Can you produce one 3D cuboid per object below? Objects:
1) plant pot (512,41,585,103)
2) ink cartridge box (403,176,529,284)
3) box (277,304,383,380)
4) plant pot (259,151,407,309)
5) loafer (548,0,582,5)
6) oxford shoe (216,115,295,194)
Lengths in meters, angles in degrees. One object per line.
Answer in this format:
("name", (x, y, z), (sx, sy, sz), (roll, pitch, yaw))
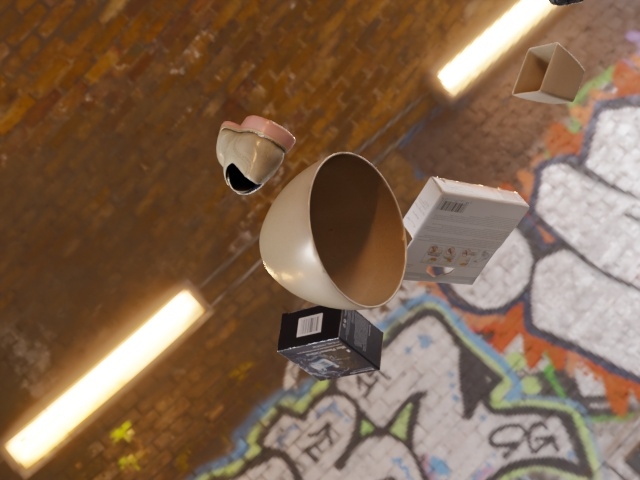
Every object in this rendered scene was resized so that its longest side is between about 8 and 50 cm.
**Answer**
("plant pot", (0.484, -0.339, 1.789), (0.109, 0.096, 0.109), (-69, 20, -2))
("ink cartridge box", (0.290, -0.014, 1.866), (0.275, 0.060, 0.239), (6, -52, -37))
("box", (0.022, 0.208, 1.756), (0.156, 0.093, 0.158), (-17, -40, 32))
("plant pot", (0.000, 0.000, 1.566), (0.191, 0.284, 0.284), (-15, 2, 37))
("loafer", (0.495, -0.569, 1.695), (0.223, 0.078, 0.076), (76, -156, -45))
("oxford shoe", (-0.182, -0.181, 1.927), (0.146, 0.140, 0.397), (-63, 13, -9))
